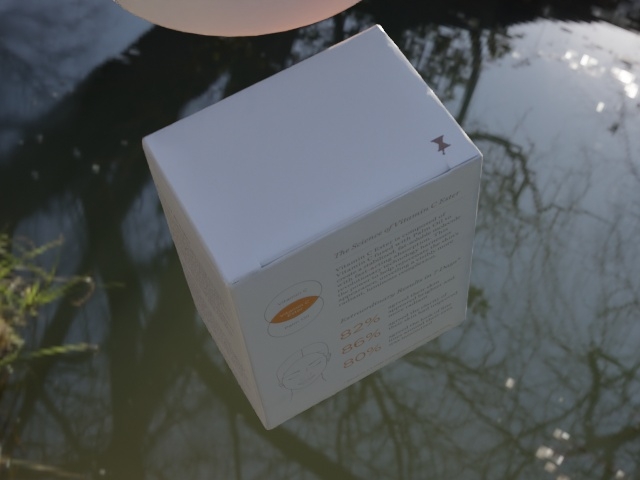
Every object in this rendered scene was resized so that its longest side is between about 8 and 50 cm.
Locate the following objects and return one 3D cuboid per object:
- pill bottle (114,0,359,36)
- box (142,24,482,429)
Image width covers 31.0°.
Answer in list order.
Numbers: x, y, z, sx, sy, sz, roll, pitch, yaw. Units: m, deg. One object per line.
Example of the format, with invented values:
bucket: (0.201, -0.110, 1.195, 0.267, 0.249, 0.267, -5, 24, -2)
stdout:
pill bottle: (-0.045, -0.294, 0.455, 0.228, 0.408, 0.229, -1, 49, 1)
box: (0.000, 0.000, 0.580, 0.130, 0.170, 0.091, -27, 61, -12)
